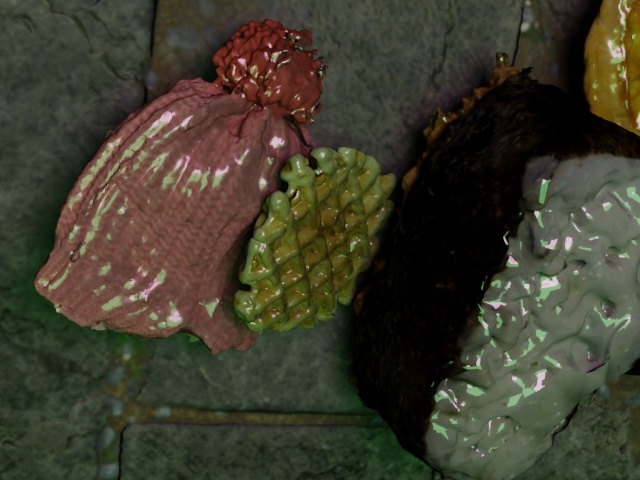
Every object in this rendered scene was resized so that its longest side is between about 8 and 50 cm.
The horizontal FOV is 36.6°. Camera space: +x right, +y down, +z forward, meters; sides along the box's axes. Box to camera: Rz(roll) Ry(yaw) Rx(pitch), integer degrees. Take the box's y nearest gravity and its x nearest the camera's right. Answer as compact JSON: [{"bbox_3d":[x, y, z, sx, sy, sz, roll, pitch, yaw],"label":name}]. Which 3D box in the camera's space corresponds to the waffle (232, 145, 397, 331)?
[{"bbox_3d":[0.000,0.000,0.820,0.183,0.036,0.169,0,115,-58],"label":"waffle"}]

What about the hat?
[{"bbox_3d":[-0.088,-0.048,0.793,0.236,0.107,0.286,16,104,-48],"label":"hat"}]

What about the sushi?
[{"bbox_3d":[0.171,0.040,0.848,0.234,0.207,0.349,15,109,-33],"label":"sushi"}]

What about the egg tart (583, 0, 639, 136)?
[{"bbox_3d":[0.343,-0.170,0.874,0.241,0.106,0.241,-2,112,-6],"label":"egg tart"}]
